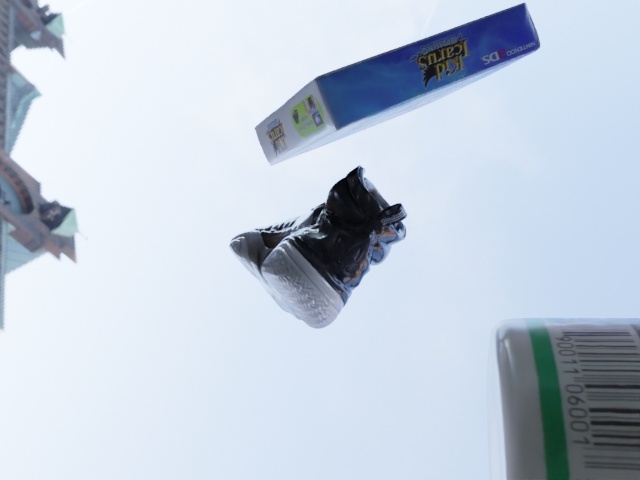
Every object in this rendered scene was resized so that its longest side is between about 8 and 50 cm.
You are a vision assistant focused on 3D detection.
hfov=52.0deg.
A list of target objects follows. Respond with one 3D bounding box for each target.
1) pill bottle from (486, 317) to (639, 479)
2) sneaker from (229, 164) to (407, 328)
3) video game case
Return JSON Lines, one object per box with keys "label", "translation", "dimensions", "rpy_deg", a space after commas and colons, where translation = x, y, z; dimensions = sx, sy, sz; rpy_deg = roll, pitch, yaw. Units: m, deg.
{"label": "pill bottle", "translation": [0.285, 0.146, 0.380], "dimensions": [0.361, 0.204, 0.204], "rpy_deg": [-1, -124, 12]}
{"label": "sneaker", "translation": [0.000, 0.000, 0.698], "dimensions": [0.153, 0.101, 0.268], "rpy_deg": [-41, -163, -11]}
{"label": "video game case", "translation": [0.079, -0.177, 0.786], "dimensions": [0.269, 0.061, 0.244], "rpy_deg": [-24, -173, -19]}
